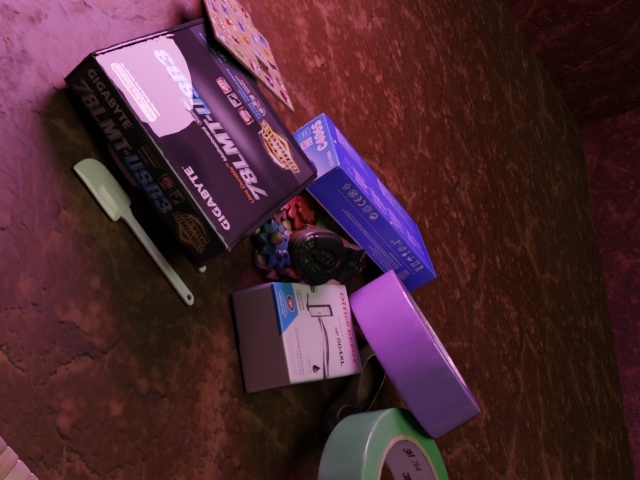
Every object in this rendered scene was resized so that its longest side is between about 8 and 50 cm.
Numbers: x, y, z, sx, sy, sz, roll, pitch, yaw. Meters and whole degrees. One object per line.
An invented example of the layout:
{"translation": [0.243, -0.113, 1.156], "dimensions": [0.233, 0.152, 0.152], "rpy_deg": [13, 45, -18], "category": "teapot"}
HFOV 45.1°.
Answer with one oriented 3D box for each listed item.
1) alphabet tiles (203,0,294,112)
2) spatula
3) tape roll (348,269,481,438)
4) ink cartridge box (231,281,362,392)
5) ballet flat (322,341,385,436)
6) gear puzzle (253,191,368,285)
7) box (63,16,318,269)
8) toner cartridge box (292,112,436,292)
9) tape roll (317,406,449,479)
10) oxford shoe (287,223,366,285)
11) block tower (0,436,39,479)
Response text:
{"translation": [-0.128, -0.334, 1.239], "dimensions": [0.198, 0.009, 0.237], "rpy_deg": [38, 24, -47], "category": "alphabet tiles"}
{"translation": [-0.211, -0.046, 1.033], "dimensions": [0.242, 0.019, 0.168], "rpy_deg": [57, 33, -25], "category": "spatula"}
{"translation": [0.155, 0.186, 1.279], "dimensions": [0.274, 0.090, 0.275], "rpy_deg": [57, 5, -7], "category": "tape roll"}
{"translation": [-0.032, 0.142, 1.163], "dimensions": [0.203, 0.086, 0.148], "rpy_deg": [6, 70, -57], "category": "ink cartridge box"}
{"translation": [0.077, 0.248, 1.312], "dimensions": [0.250, 0.058, 0.084], "rpy_deg": [-44, 113, -57], "category": "ballet flat"}
{"translation": [0.000, 0.000, 1.325], "dimensions": [0.339, 0.044, 0.175], "rpy_deg": [20, 58, -54], "category": "gear puzzle"}
{"translation": [-0.160, -0.148, 1.065], "dimensions": [0.295, 0.073, 0.293], "rpy_deg": [56, 31, -7], "category": "box"}
{"translation": [0.085, -0.060, 1.419], "dimensions": [0.348, 0.075, 0.165], "rpy_deg": [46, 19, -38], "category": "toner cartridge box"}
{"translation": [0.108, 0.414, 1.144], "dimensions": [0.321, 0.077, 0.321], "rpy_deg": [37, 44, -48], "category": "tape roll"}
{"translation": [-0.011, 0.016, 1.181], "dimensions": [0.082, 0.096, 0.227], "rpy_deg": [-60, 160, 2], "category": "oxford shoe"}
{"translation": [-0.296, 0.252, 0.675], "dimensions": [0.335, 0.091, 0.097], "rpy_deg": [59, 32, -23], "category": "block tower"}
